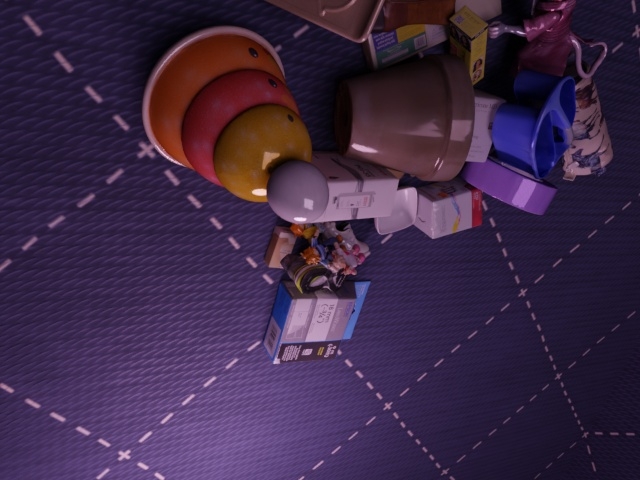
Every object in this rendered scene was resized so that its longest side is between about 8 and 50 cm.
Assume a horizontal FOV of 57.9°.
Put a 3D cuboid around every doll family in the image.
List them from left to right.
[{"bbox_3d":[0.000,0.000,1.591,0.118,0.263,0.163,-35,169,31],"label":"doll family"}]

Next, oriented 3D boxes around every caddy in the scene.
[{"bbox_3d":[0.621,-0.319,1.623,0.241,0.179,0.341,-60,149,-6],"label":"caddy"}]

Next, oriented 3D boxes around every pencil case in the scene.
[{"bbox_3d":[0.807,-0.377,1.838,0.183,0.160,0.410,-55,132,-15],"label":"pencil case"}]

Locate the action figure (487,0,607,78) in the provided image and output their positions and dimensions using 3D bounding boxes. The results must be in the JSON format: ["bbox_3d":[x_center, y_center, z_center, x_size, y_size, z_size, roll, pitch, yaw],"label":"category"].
[{"bbox_3d":[0.614,-0.562,1.536,0.248,0.276,0.370,-59,158,-9],"label":"action figure"}]

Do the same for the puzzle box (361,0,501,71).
[{"bbox_3d":[0.268,-0.630,1.453,0.409,0.052,0.272,-27,128,-12],"label":"puzzle box"}]

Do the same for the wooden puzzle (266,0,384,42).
[{"bbox_3d":[0.007,-0.627,1.200,0.348,0.080,0.322,26,108,5],"label":"wooden puzzle"}]

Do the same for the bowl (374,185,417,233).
[{"bbox_3d":[0.221,-0.098,1.753,0.142,0.053,0.142,-17,124,-19],"label":"bowl"}]

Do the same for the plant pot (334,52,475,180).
[{"bbox_3d":[0.191,-0.307,1.468,0.280,0.323,0.323,-3,121,-12],"label":"plant pot"}]

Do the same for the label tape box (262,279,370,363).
[{"bbox_3d":[0.011,0.252,1.818,0.333,0.106,0.240,2,118,-30],"label":"label tape box"}]

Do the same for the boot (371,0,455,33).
[{"bbox_3d":[0.222,-0.621,1.341,0.280,0.096,0.264,-16,122,-22],"label":"boot"}]

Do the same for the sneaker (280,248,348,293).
[{"bbox_3d":[0.000,0.076,1.689,0.111,0.121,0.300,-56,153,15],"label":"sneaker"}]

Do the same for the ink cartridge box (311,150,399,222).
[{"bbox_3d":[0.030,-0.148,1.517,0.283,0.207,0.117,-6,123,-27],"label":"ink cartridge box"}]

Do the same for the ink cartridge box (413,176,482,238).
[{"bbox_3d":[0.387,-0.103,1.783,0.176,0.128,0.127,-16,118,-16],"label":"ink cartridge box"}]

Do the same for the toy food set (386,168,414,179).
[{"bbox_3d":[0.205,-0.216,1.664,0.192,0.038,0.132,-25,133,-35],"label":"toy food set"}]

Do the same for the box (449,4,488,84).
[{"bbox_3d":[0.384,-0.499,1.514,0.058,0.087,0.232,-40,160,-1],"label":"box"}]

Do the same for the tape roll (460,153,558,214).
[{"bbox_3d":[0.568,-0.179,1.752,0.275,0.275,0.090,10,113,-33],"label":"tape roll"}]

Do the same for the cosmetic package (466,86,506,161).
[{"bbox_3d":[0.396,-0.335,1.640,0.151,0.151,0.184,-2,119,-29],"label":"cosmetic package"}]

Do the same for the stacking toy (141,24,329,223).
[{"bbox_3d":[-0.128,-0.194,1.202,0.350,0.480,0.350,-26,143,-21],"label":"stacking toy"}]

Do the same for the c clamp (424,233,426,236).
[{"bbox_3d":[0.419,-0.079,1.899,0.160,0.022,0.137,-1,114,-27],"label":"c clamp"}]

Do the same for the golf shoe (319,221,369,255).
[{"bbox_3d":[0.084,-0.008,1.727,0.176,0.069,0.086,14,105,-36],"label":"golf shoe"}]

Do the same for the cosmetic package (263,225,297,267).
[{"bbox_3d":[-0.114,0.020,1.647,0.060,0.041,0.115,5,116,-32],"label":"cosmetic package"}]
